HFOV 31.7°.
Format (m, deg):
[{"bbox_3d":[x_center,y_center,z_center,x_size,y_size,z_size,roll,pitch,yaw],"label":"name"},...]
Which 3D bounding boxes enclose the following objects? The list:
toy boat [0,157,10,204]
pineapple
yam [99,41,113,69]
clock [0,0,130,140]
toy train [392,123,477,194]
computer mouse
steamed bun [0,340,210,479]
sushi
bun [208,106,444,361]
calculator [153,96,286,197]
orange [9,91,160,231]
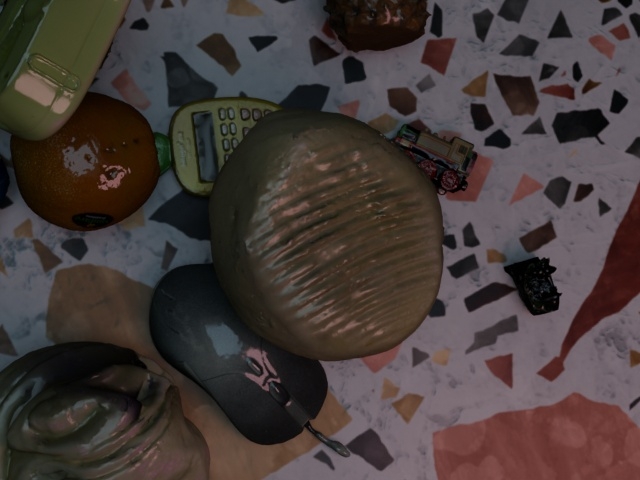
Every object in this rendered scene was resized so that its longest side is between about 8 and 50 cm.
[{"bbox_3d":[-0.574,-0.067,1.532,0.291,0.070,0.210,-1,48,-11],"label":"toy boat"},{"bbox_3d":[0.074,-0.467,1.651,0.165,0.165,0.365,-3,85,-9],"label":"pineapple"},{"bbox_3d":[-0.337,-0.324,1.609,0.107,0.107,0.183,18,81,-7],"label":"yam"},{"bbox_3d":[-0.402,-0.287,1.490,0.117,0.348,0.286,31,79,-41],"label":"clock"},{"bbox_3d":[0.165,-0.126,1.694,0.138,0.050,0.087,24,78,-5],"label":"toy train"},{"bbox_3d":[-0.090,0.185,1.614,0.379,0.090,0.167,43,82,-5],"label":"computer mouse"},{"bbox_3d":[-0.303,0.246,1.483,0.320,0.275,0.206,2,124,-10],"label":"steamed bun"},{"bbox_3d":[0.323,0.069,1.684,0.056,0.084,0.083,-16,89,-9],"label":"sushi"},{"bbox_3d":[0.000,0.000,1.560,0.362,0.234,0.326,46,67,-21],"label":"bun"},{"bbox_3d":[-0.143,-0.138,1.657,0.234,0.032,0.146,-7,86,-10],"label":"calculator"},{"bbox_3d":[-0.322,-0.110,1.550,0.206,0.206,0.206,1,86,-8],"label":"orange"}]
